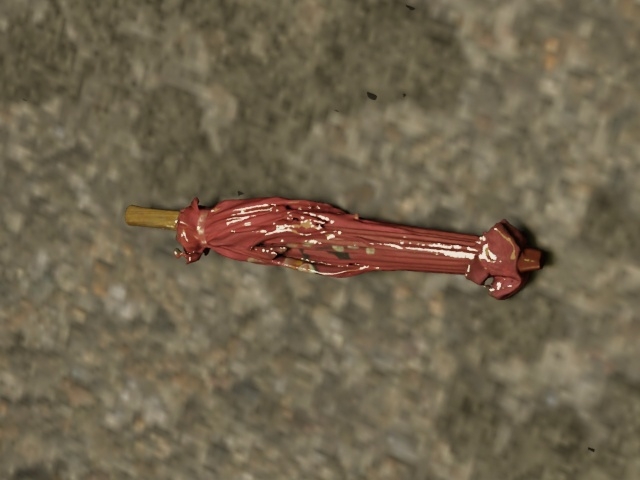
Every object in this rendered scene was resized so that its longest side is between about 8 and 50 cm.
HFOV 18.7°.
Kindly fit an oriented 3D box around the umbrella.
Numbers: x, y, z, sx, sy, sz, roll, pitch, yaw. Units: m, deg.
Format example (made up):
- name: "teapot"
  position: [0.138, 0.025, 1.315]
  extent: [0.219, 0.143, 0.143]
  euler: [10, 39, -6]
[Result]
- name: "umbrella"
  position: [0.000, 0.000, 0.677]
  extent: [0.165, 0.025, 0.027]
  euler: [5, 82, 28]
